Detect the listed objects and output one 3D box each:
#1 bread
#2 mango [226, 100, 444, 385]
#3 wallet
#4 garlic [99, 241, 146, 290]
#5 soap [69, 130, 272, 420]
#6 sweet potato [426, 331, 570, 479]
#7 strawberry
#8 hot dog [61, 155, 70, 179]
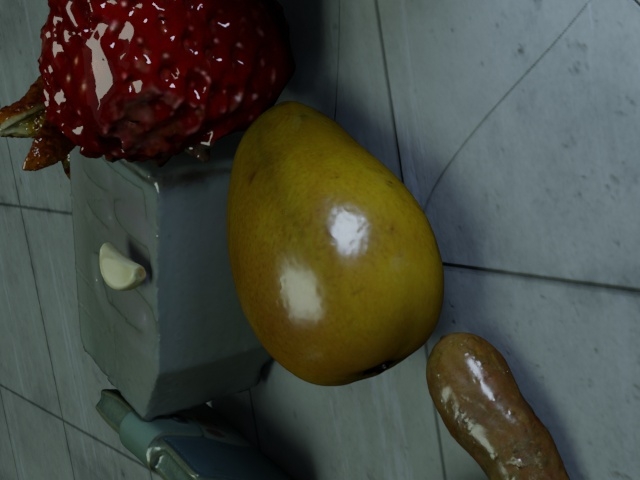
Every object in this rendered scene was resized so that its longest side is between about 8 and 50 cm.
[{"bbox_3d":[-0.325,-0.201,1.645,0.139,0.269,0.095,32,144,23],"label":"bread"},{"bbox_3d":[0.000,0.000,1.416,0.264,0.221,0.378,101,152,-46],"label":"mango"},{"bbox_3d":[-0.181,0.315,1.852,0.360,0.252,0.083,29,96,51],"label":"wallet"},{"bbox_3d":[-0.263,0.040,1.633,0.083,0.041,0.053,27,115,37],"label":"garlic"},{"bbox_3d":[-0.214,0.017,1.790,0.350,0.213,0.435,39,135,45],"label":"soap"},{"bbox_3d":[0.197,0.218,1.294,0.292,0.097,0.097,61,148,21],"label":"sweet potato"},{"bbox_3d":[-0.201,-0.276,1.474,0.295,0.317,0.345,-102,2,-51],"label":"strawberry"},{"bbox_3d":[-0.434,-0.208,2.191,0.162,0.082,0.270,-1,103,61],"label":"hot dog"}]
